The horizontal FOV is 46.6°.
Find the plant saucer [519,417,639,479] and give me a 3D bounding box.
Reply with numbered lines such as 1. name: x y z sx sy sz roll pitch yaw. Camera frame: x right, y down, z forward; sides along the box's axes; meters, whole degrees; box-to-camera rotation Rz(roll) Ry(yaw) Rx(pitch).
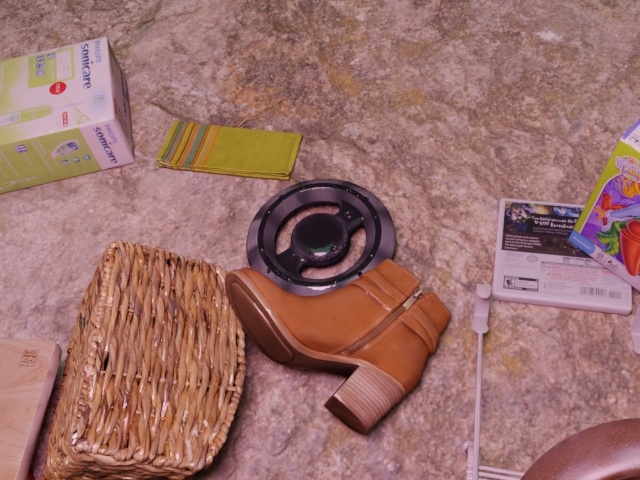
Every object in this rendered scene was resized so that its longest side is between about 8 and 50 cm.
1. plant saucer: 0.344 0.339 0.765 0.311 0.050 0.310 1 95 11

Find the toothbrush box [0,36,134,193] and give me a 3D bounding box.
1. toothbrush box: -0.484 -0.215 1.294 0.284 0.122 0.206 -12 57 -2

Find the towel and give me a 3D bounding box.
1. towel: -0.156 -0.158 1.274 0.238 0.021 0.102 7 59 11

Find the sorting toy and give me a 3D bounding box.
1. sorting toy: -0.488 0.267 0.999 0.257 0.089 0.255 0 58 9

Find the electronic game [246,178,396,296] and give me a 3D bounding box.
1. electronic game: 0.000 0.000 1.135 0.230 0.048 0.229 -3 58 5

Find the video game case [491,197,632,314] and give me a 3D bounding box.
1. video game case: 0.355 0.020 1.094 0.191 0.022 0.173 6 59 12

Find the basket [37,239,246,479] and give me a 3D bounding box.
1. basket: -0.234 0.188 1.019 0.214 0.223 0.299 15 54 -22

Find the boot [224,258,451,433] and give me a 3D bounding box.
1. boot: 0.032 0.089 1.002 0.283 0.109 0.220 41 62 5

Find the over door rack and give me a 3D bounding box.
1. over door rack: 0.304 0.218 0.931 0.240 0.108 0.324 6 47 9

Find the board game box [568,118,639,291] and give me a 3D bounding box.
1. board game box: 0.505 0.019 0.931 0.078 0.233 0.347 -40 65 -21
